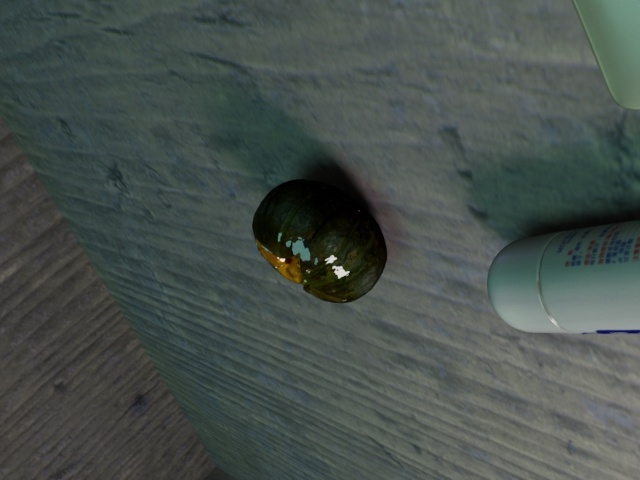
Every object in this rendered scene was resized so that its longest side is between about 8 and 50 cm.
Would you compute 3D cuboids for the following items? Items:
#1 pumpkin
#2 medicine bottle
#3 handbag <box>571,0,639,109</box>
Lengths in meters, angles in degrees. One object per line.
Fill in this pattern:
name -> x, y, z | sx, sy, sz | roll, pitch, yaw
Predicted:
pumpkin -> 0.002, -0.002, 1.306 | 0.238, 0.159, 0.238 | 34, 170, 7
medicine bottle -> 0.338, 0.045, 0.950 | 0.341, 0.130, 0.130 | -10, 119, 56
handbag -> 0.322, -0.241, 0.685 | 0.219, 0.079, 0.256 | -9, 121, 43
